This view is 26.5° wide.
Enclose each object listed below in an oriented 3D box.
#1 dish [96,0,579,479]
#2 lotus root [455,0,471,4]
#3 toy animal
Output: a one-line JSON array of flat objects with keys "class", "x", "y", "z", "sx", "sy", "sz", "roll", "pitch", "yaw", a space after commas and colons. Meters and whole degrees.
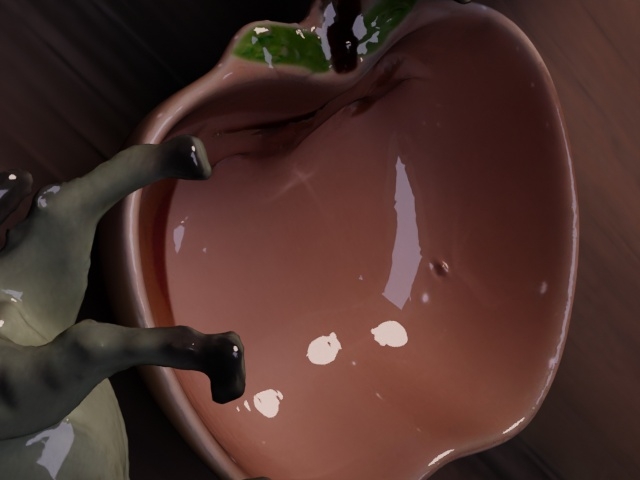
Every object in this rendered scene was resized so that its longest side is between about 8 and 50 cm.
[{"class": "dish", "x": 0.000, "y": 0.000, "z": 0.537, "sx": 0.213, "sy": 0.090, "sz": 0.213, "roll": -3, "pitch": 96, "yaw": -34}, {"class": "lotus root", "x": 0.077, "y": -0.262, "z": 0.523, "sx": 0.260, "sy": 0.149, "sz": 0.267, "roll": -32, "pitch": 132, "yaw": -45}, {"class": "toy animal", "x": -0.094, "y": 0.083, "z": 0.432, "sx": 0.176, "sy": 0.073, "sz": 0.216, "roll": -10, "pitch": 110, "yaw": 5}]
